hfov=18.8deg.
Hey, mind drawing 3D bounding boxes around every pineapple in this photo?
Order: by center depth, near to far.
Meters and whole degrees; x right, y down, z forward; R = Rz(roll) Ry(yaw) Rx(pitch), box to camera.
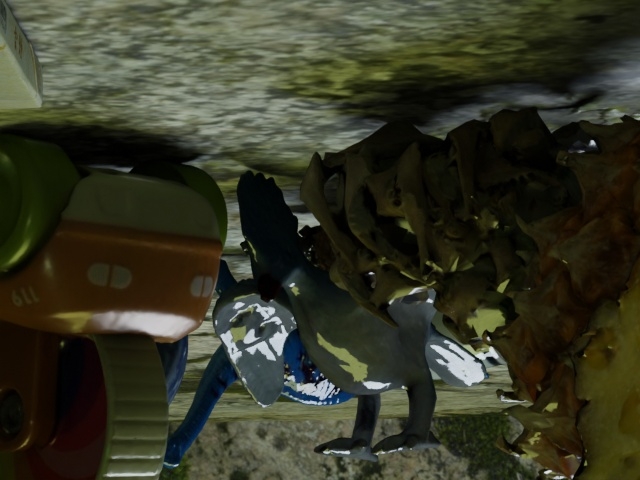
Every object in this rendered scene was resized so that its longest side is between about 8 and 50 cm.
[{"bbox_3d":[0.114,0.005,0.924,0.262,0.263,0.271,6,-169,-41],"label":"pineapple"},{"bbox_3d":[0.000,0.000,1.254,0.058,0.058,0.124,7,178,-44],"label":"pineapple"}]

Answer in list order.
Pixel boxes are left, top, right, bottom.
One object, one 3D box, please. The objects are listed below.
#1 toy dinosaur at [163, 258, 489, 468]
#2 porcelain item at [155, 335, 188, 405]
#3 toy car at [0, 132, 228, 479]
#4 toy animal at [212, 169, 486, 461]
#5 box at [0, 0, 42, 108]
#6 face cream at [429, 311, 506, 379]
[{"bbox_3d":[-0.008,0.066,1.440,0.329,0.144,0.076,-11,174,-40],"label":"toy dinosaur"},{"bbox_3d":[-0.161,0.066,1.290,0.147,0.147,0.114,-2,171,-3],"label":"porcelain item"},{"bbox_3d":[-0.161,0.064,1.062,0.235,0.235,0.145,-10,168,41],"label":"toy car"},{"bbox_3d":[0.033,0.045,1.173,0.239,0.176,0.255,-11,173,27],"label":"toy animal"},{"bbox_3d":[-0.166,-0.079,0.771,0.090,0.024,0.167,-2,171,-1],"label":"box"},{"bbox_3d":[0.210,0.025,1.376,0.314,0.089,0.143,-17,166,21],"label":"face cream"}]
